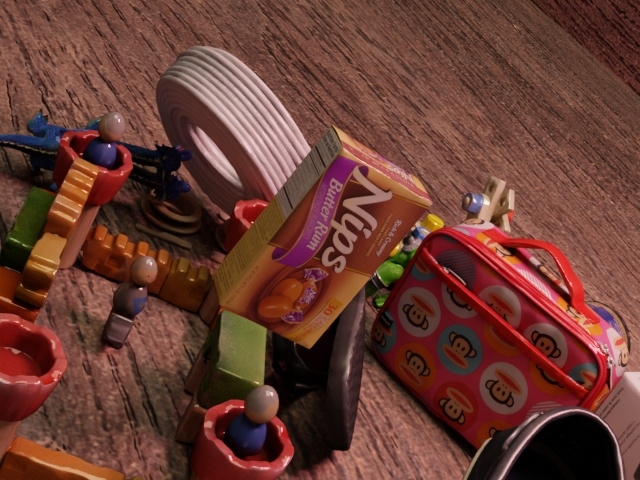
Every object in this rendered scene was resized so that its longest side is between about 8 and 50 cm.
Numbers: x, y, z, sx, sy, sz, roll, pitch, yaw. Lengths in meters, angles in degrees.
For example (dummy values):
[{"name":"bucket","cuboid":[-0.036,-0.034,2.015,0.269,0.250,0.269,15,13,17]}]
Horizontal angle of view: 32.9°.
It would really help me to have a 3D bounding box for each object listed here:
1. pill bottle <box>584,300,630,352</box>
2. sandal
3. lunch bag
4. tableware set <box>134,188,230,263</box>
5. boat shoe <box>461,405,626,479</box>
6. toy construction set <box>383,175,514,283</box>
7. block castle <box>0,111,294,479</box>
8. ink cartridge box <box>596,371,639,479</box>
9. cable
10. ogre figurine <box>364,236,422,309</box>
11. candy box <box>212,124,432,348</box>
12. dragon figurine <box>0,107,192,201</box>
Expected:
[{"name":"pill bottle","cuboid":[0.335,0.154,1.535,0.219,0.123,0.123,-3,41,-46]},{"name":"sandal","cuboid":[-0.002,0.105,1.302,0.107,0.168,0.446,1,23,1]},{"name":"lunch bag","cuboid":[0.228,0.117,1.347,0.293,0.258,0.120,41,30,22]},{"name":"tableware set","cuboid":[-0.147,-0.027,1.467,0.194,0.039,0.128,23,29,-13]},{"name":"boat shoe","cuboid":[0.172,0.329,0.956,0.186,0.156,0.500,34,39,-1]},{"name":"toy construction set","cuboid":[0.151,-0.023,1.648,0.327,0.151,0.215,6,34,-19]},{"name":"block castle","cuboid":[-0.179,0.067,1.095,0.303,0.213,0.453,23,29,-13]},{"name":"ink cartridge box","cuboid":[0.521,0.317,1.439,0.211,0.122,0.289,5,37,-38]},{"name":"cable","cuboid":[-0.109,-0.126,1.370,0.089,0.257,0.257,-40,43,-17]},{"name":"ogre figurine","cuboid":[0.157,0.066,1.517,0.197,0.118,0.097,33,28,8]},{"name":"candy box","cuboid":[0.000,0.000,0.985,0.109,0.187,0.053,30,21,-29]},{"name":"dragon figurine","cuboid":[-0.301,-0.105,1.351,0.289,0.085,0.144,2,18,-35]}]
